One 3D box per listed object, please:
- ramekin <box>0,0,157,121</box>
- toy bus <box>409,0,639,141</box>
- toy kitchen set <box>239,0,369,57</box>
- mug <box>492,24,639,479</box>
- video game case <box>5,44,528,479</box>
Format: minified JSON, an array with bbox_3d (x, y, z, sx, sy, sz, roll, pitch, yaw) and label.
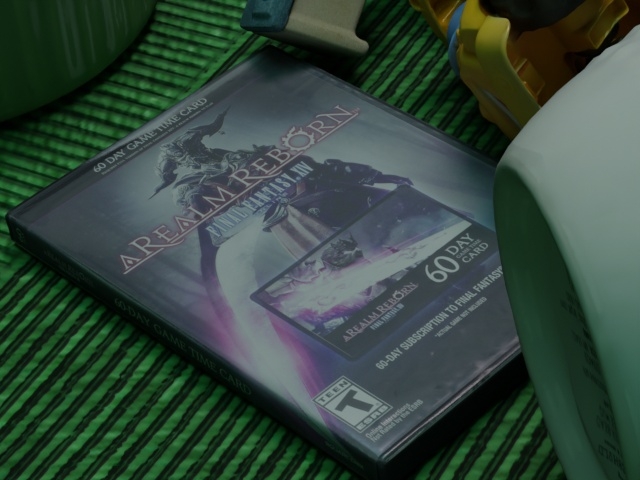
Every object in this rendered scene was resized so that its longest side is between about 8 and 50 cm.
[{"bbox_3d":[-0.237,-0.193,1.128,0.303,0.148,0.303,-4,40,4],"label":"ramekin"},{"bbox_3d":[0.124,-0.146,1.031,0.211,0.149,0.220,12,61,49],"label":"toy bus"},{"bbox_3d":[-0.044,-0.203,1.139,0.207,0.122,0.166,12,81,62],"label":"toy kitchen set"},{"bbox_3d":[0.238,-0.018,0.782,0.328,0.276,0.374,-16,28,-5],"label":"mug"},{"bbox_3d":[0.000,0.000,0.966,0.274,0.026,0.196,31,53,35],"label":"video game case"}]
